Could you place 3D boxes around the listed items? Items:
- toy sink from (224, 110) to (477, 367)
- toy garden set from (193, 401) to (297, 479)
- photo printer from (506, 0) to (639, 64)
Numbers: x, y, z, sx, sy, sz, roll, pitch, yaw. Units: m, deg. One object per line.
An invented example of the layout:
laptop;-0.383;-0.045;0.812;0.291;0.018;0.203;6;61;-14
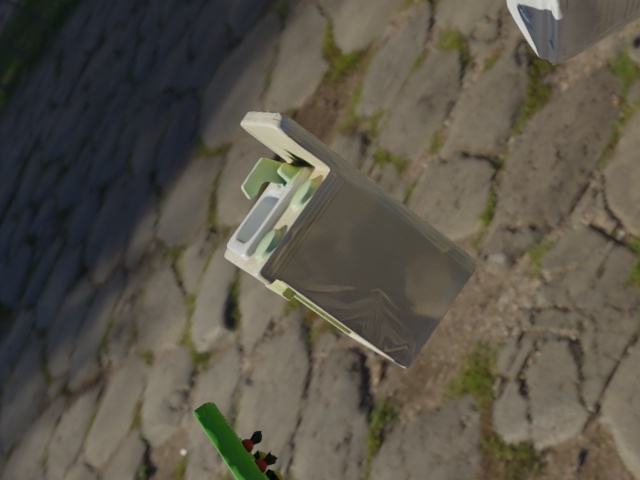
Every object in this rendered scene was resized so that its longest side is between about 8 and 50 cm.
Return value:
toy sink;0.000;0.000;1.143;0.131;0.234;0.153;-55;18;-5
toy garden set;-0.010;0.273;1.149;0.049;0.244;0.204;-36;48;-7
photo printer;0.299;-0.286;1.014;0.307;0.107;0.256;-31;-12;6
